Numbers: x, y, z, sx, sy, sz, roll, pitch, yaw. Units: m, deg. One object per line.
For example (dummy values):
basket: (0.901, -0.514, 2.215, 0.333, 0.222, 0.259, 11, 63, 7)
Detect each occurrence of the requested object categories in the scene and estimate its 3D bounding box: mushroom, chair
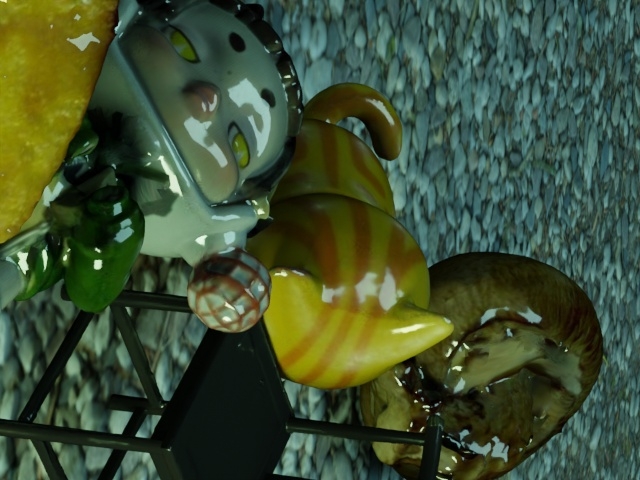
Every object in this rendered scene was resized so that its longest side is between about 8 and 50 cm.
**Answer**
mushroom: (0.140, 0.126, 1.805, 0.263, 0.195, 0.283, -56, 165, 28)
chair: (-0.067, 0.132, 1.256, 0.141, 0.260, 0.154, 72, 32, -40)

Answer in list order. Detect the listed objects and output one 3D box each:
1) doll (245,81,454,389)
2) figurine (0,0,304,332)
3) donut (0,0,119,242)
doll: (-0.006, 0.009, 1.396, 0.269, 0.167, 0.162, -106, -151, -55)
figurine: (-0.141, -0.050, 1.194, 0.370, 0.167, 0.281, -40, 104, -48)
donut: (-0.243, -0.102, 0.893, 0.303, 0.110, 0.303, -25, 132, -31)
